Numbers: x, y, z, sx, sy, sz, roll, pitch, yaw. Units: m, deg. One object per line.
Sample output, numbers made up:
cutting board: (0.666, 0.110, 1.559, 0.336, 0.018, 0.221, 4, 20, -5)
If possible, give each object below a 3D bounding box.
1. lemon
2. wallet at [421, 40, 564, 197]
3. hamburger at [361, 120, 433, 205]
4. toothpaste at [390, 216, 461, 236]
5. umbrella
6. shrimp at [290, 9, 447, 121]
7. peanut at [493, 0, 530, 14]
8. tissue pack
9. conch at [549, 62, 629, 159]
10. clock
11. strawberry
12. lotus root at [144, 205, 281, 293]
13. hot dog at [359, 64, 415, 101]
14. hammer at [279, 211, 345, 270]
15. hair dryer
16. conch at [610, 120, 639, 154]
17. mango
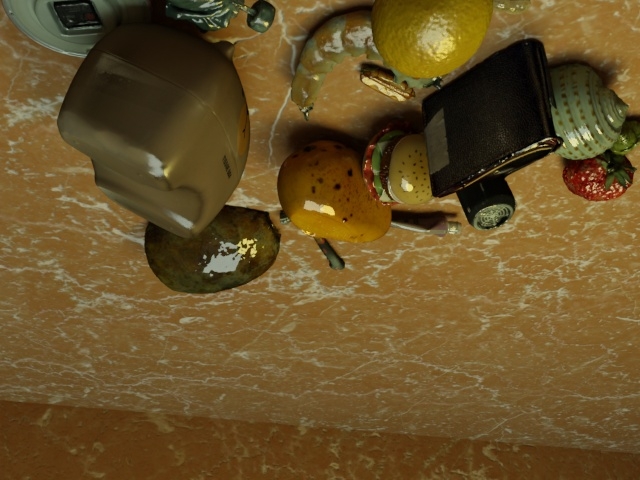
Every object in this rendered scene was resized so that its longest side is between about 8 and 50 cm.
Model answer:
lemon: (0.174, -0.353, 1.296, 0.186, 0.187, 0.244, 10, 142, -17)
wallet: (0.304, -0.213, 1.506, 0.262, 0.221, 0.071, -24, 147, 35)
hamburger: (0.174, -0.143, 1.649, 0.175, 0.175, 0.137, 26, 180, -37)
toothpaste: (0.183, -0.045, 1.972, 0.300, 0.048, 0.075, 6, 178, 2)
umbrella: (-0.223, -0.415, 1.279, 0.348, 0.094, 0.143, 18, 139, -31)
shrimp: (0.061, -0.312, 1.460, 0.287, 0.068, 0.185, -18, 129, 18)
peanut: (0.306, -0.394, 1.376, 0.083, 0.037, 0.037, 9, 149, -7)
tissue pack: (-0.266, -0.198, 1.449, 0.267, 0.277, 0.387, 23, 163, 10)
conch: (0.461, -0.221, 1.532, 0.200, 0.131, 0.172, -26, 124, 15)
clock: (-0.398, -0.385, 1.371, 0.244, 0.056, 0.244, 0, 149, 0)
strawberry: (0.575, -0.132, 1.745, 0.131, 0.131, 0.148, 16, 139, -25)
lotus root: (-0.260, 0.029, 2.007, 0.314, 0.142, 0.210, -10, 147, 14)
hot dog: (0.124, -0.294, 1.552, 0.122, 0.037, 0.049, 24, 154, -27)
hammer: (0.000, 0.001, 2.064, 0.111, 0.033, 0.288, -9, 149, 17)
hair dryer: (0.427, -0.170, 1.651, 0.352, 0.189, 0.107, -28, 144, 18)
conch: (0.626, -0.202, 1.667, 0.089, 0.074, 0.121, 21, -170, 37)
mango: (0.038, -0.099, 1.730, 0.290, 0.191, 0.159, 30, 152, -34)
